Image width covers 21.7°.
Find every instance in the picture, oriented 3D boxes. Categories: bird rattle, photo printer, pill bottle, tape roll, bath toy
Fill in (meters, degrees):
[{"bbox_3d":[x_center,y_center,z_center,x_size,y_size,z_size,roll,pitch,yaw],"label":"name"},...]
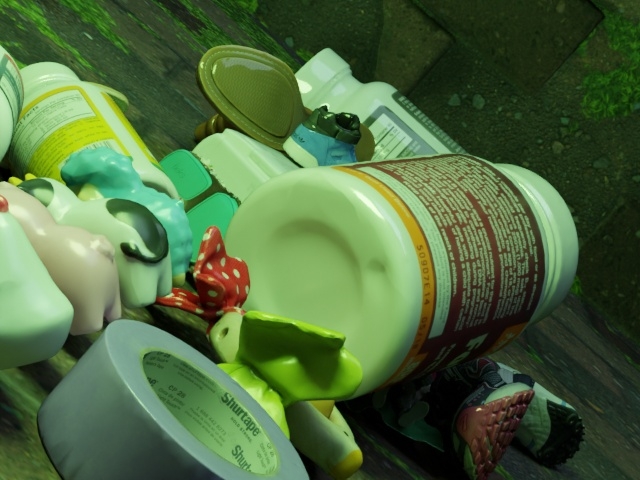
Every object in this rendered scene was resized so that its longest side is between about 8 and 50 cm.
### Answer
[{"bbox_3d":[-0.055,0.119,1.466,0.207,0.143,0.253,48,-6,-29],"label":"bird rattle"},{"bbox_3d":[0.000,0.000,1.997,0.256,0.107,0.307,45,11,27],"label":"photo printer"},{"bbox_3d":[-0.220,-0.072,1.518,0.117,0.117,0.208,29,17,-48],"label":"pill bottle"},{"bbox_3d":[-0.102,0.148,1.184,0.189,0.080,0.189,40,12,-10],"label":"tape roll"},{"bbox_3d":[-0.208,0.005,1.237,0.348,0.151,0.129,-39,120,-76],"label":"bath toy"},{"bbox_3d":[0.095,0.026,1.705,0.224,0.224,0.392,46,28,22],"label":"pill bottle"},{"bbox_3d":[0.090,-0.094,2.389,0.363,0.210,0.210,42,11,4],"label":"pill bottle"},{"bbox_3d":[-0.305,-0.104,1.378,0.108,0.108,0.180,38,12,-15],"label":"pill bottle"}]

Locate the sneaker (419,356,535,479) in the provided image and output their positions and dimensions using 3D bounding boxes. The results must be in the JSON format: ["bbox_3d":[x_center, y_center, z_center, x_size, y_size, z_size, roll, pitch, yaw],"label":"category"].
[{"bbox_3d":[0.166,0.190,1.864,0.112,0.121,0.299,28,3,5],"label":"sneaker"}]

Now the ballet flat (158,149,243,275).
[{"bbox_3d":[-0.117,-0.017,1.762,0.077,0.091,0.241,61,3,-34],"label":"ballet flat"}]

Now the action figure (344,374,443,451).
[{"bbox_3d":[0.077,0.149,1.832,0.137,0.063,0.232,37,8,-7],"label":"action figure"}]

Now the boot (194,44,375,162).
[{"bbox_3d":[-0.093,-0.159,2.122,0.283,0.109,0.220,19,-11,-38],"label":"boot"}]

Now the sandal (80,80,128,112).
[{"bbox_3d":[-0.282,-0.117,1.651,0.240,0.088,0.079,14,60,-53],"label":"sandal"}]

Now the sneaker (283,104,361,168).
[{"bbox_3d":[0.034,-0.106,2.023,0.152,0.084,0.058,34,11,-32],"label":"sneaker"}]

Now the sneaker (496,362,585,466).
[{"bbox_3d":[0.254,0.213,2.118,0.237,0.085,0.086,36,5,-39],"label":"sneaker"}]
